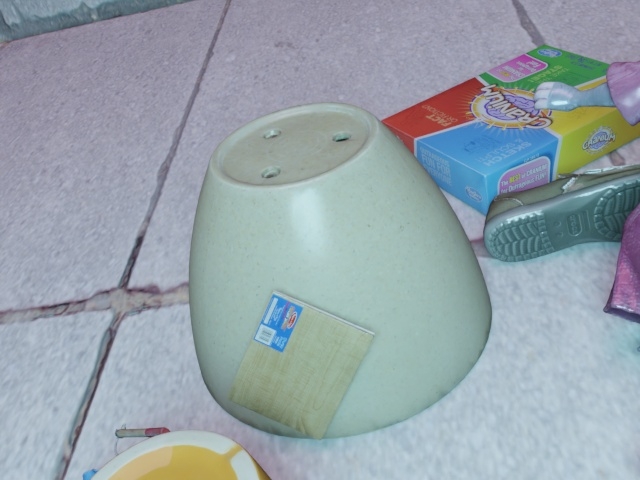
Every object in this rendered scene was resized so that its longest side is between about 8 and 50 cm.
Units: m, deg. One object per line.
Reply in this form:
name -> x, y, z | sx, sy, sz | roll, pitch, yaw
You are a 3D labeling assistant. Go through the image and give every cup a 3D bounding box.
cup -> 0.000, 0.000, 0.776 | 0.331, 0.237, 0.331 | -10, 35, 7

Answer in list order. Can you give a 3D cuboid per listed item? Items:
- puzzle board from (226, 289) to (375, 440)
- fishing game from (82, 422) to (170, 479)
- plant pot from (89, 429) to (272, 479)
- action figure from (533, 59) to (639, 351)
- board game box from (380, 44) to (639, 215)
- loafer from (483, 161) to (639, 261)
puzzle board -> -0.020, 0.112, 0.668 | 0.096, 0.128, 0.011 | 24, 26, 1
fishing game -> -0.226, 0.253, 0.595 | 0.264, 0.041, 0.189 | -56, 17, -28
plant pot -> -0.079, 0.238, 0.506 | 0.205, 0.187, 0.205 | -10, 35, 7
action figure -> 0.354, -0.085, 0.656 | 0.248, 0.370, 0.276 | 1, -6, -7
board game box -> 0.283, -0.169, 1.060 | 0.317, 0.064, 0.242 | -27, 36, -18
loafer -> 0.305, -0.049, 0.854 | 0.251, 0.094, 0.087 | -11, 39, 6
